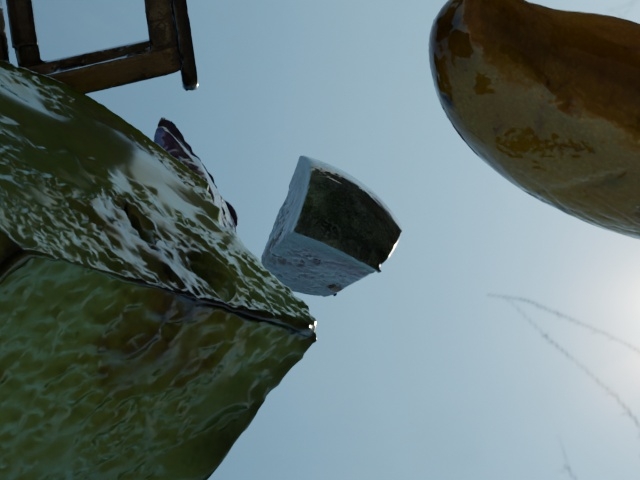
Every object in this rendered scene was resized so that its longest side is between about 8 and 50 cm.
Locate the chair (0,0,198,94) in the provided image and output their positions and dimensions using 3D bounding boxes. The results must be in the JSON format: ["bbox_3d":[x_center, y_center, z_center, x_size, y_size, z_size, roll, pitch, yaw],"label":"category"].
[{"bbox_3d":[-0.115,-0.234,0.778,0.203,0.415,0.241,-119,24,-74],"label":"chair"}]

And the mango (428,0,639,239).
[{"bbox_3d":[0.216,-0.102,0.784,0.294,0.177,0.120,33,-125,-4],"label":"mango"}]

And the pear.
[{"bbox_3d":[-0.180,0.015,0.613,0.286,0.176,0.282,22,-157,-53],"label":"pear"}]

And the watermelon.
[{"bbox_3d":[0.000,0.000,1.801,0.228,0.258,0.387,37,-163,-10],"label":"watermelon"}]

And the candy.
[{"bbox_3d":[-0.124,-0.013,0.951,0.145,0.070,0.275,57,-168,-28],"label":"candy"}]
